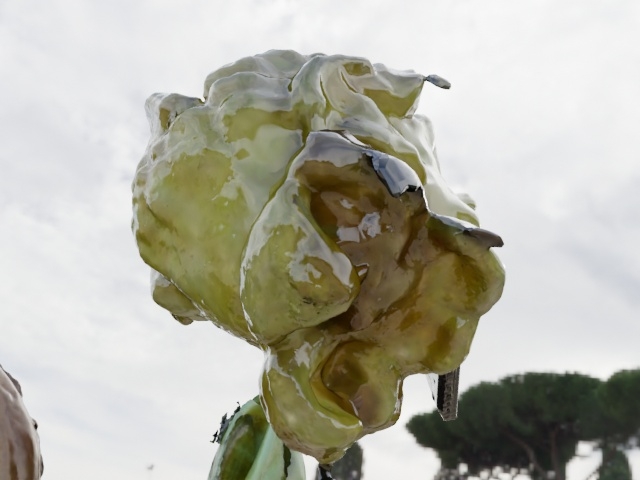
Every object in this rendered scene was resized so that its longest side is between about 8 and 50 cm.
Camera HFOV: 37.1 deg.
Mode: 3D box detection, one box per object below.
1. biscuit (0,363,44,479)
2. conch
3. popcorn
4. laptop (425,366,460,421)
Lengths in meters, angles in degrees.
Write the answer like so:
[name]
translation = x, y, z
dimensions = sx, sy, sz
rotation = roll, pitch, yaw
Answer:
[biscuit]
translation = -0.295, 0.148, 0.555
dimensions = 0.262, 0.262, 0.037
rotation = 11, -31, -6
[conch]
translation = -0.059, 0.234, 0.887
dimensions = 0.095, 0.201, 0.079
rotation = 6, -30, -18
[popcorn]
translation = 0.007, 0.002, 0.432
dimensions = 0.168, 0.195, 0.173
rotation = 19, -72, -39
[laptop]
translation = 0.062, 0.021, 0.663
dimensions = 0.016, 0.180, 0.129
rotation = -13, -39, -5
